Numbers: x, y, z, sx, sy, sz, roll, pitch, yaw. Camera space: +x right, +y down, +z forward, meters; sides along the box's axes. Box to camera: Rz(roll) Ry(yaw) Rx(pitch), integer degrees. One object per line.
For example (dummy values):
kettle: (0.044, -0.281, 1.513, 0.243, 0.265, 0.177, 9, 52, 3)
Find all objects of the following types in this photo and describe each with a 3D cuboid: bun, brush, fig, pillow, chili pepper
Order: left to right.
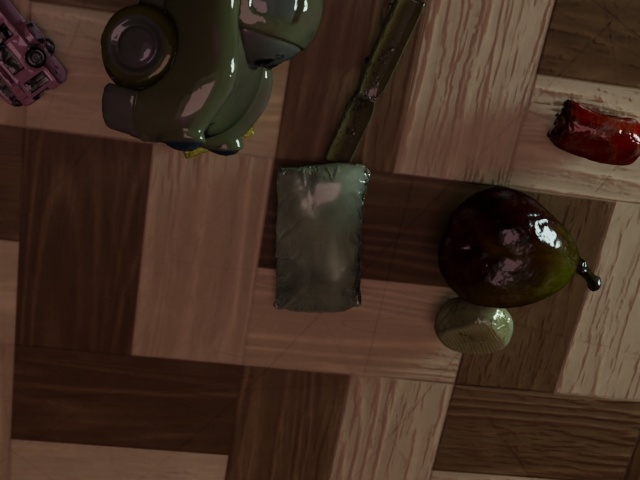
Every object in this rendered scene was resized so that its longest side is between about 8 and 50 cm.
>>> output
pillow: (0.000, 0.000, 1.327, 0.128, 0.051, 0.229, 1, 114, -5)
brush: (0.069, -0.210, 1.252, 0.043, 0.036, 0.248, 19, 118, -10)
bun: (0.227, 0.119, 1.396, 0.115, 0.069, 0.115, 8, 146, 5)
fig: (0.302, 0.028, 1.336, 0.274, 0.145, 0.170, 16, 109, -27)
chili pepper: (0.383, -0.145, 1.296, 0.123, 0.070, 0.073, 12, 96, -9)

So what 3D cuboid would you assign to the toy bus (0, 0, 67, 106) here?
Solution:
toy bus: (-0.402, -0.261, 1.160, 0.090, 0.063, 0.203, -32, 112, 12)

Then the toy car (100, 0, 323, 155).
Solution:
toy car: (-0.088, -0.258, 1.054, 0.226, 0.242, 0.336, 15, 95, 6)

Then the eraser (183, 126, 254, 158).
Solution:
eraser: (-0.153, -0.180, 1.232, 0.097, 0.045, 0.122, -20, 114, 3)
